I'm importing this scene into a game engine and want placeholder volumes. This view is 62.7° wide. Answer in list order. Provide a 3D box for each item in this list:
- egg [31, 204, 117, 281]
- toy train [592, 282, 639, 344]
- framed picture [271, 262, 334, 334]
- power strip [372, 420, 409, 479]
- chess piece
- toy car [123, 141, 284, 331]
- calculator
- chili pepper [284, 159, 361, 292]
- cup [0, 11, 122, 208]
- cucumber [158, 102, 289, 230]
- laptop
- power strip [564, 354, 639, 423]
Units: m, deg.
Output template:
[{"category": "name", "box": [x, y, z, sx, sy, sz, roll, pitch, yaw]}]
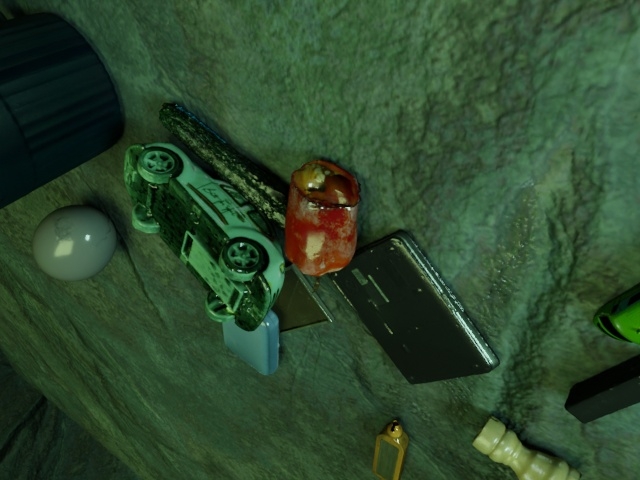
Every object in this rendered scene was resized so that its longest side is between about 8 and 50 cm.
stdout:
[{"category": "egg", "box": [-0.480, 0.005, 1.031, 0.199, 0.146, 0.146, -21, 107, 40]}, {"category": "toy train", "box": [0.307, 0.043, 0.435, 0.044, 0.042, 0.209, 41, 140, 9]}, {"category": "framed picture", "box": [-0.055, 0.097, 0.833, 0.149, 0.011, 0.109, -24, 105, 49]}, {"category": "power strip", "box": [0.118, 0.353, 0.877, 0.049, 0.028, 0.178, 24, 136, 26]}, {"category": "chess piece", "box": [0.257, 0.281, 0.670, 0.122, 0.066, 0.066, 33, 139, 24]}, {"category": "toy car", "box": [-0.153, -0.019, 0.736, 0.306, 0.125, 0.136, 47, 141, 15]}, {"category": "calculator", "box": [-0.123, 0.157, 0.912, 0.121, 0.039, 0.210, 30, 142, 22]}, {"category": "chili pepper", "box": [0.000, 0.000, 0.648, 0.086, 0.084, 0.192, -121, 28, -43]}, {"category": "cup", "box": [-0.498, -0.193, 0.768, 0.308, 0.292, 0.242, 31, 138, 20]}, {"category": "cucumber", "box": [-0.124, -0.106, 0.700, 0.257, 0.043, 0.044, 40, 135, 10]}, {"category": "laptop", "box": [0.112, 0.094, 0.668, 0.207, 0.026, 0.154, 53, 141, -7]}, {"category": "power strip", "box": [0.301, 0.153, 0.538, 0.029, 0.038, 0.111, 40, 141, 7]}]
